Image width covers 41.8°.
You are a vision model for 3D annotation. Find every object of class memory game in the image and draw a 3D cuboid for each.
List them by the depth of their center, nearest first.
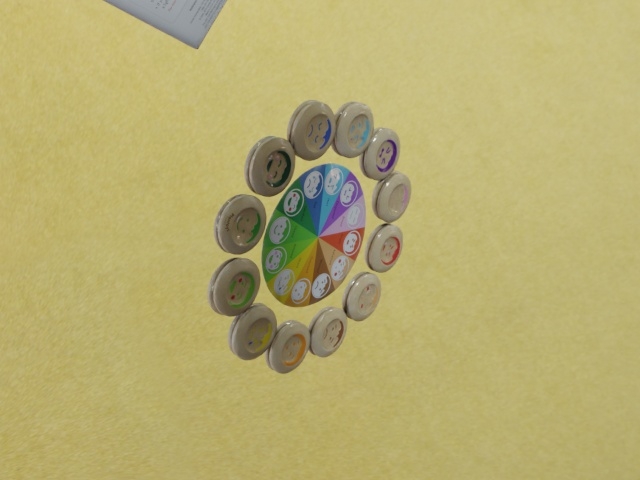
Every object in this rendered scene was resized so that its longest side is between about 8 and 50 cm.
[{"bbox_3d":[0.000,0.000,0.544,0.186,0.012,0.186,-24,124,-42],"label":"memory game"}]

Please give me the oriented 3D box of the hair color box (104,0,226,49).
[{"bbox_3d":[-0.115,-0.174,0.475,0.141,0.072,0.043,22,20,-39],"label":"hair color box"}]
